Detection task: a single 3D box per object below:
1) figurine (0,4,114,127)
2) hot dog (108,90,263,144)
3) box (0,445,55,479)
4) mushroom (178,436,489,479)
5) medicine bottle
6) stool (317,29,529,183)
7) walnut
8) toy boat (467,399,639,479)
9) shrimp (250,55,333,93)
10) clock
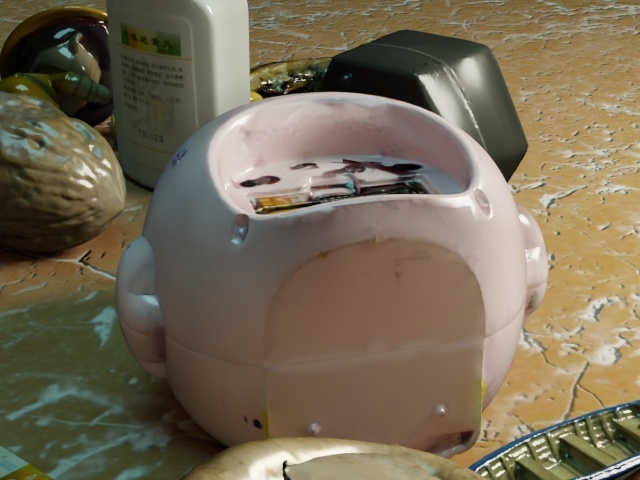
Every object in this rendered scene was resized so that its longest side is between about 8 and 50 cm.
[{"bbox_3d":[-0.342,-0.209,1.706,0.192,0.167,0.257,-33,12,28],"label":"figurine"},{"bbox_3d":[-0.176,-0.165,1.751,0.215,0.066,0.047,-11,-1,-17],"label":"hot dog"},{"bbox_3d":[-0.310,0.215,0.960,0.122,0.032,0.220,20,32,38],"label":"box"},{"bbox_3d":[0.031,0.211,0.825,0.278,0.146,0.278,7,19,-2],"label":"mushroom"},{"bbox_3d":[-0.169,-0.225,1.560,0.179,0.324,0.124,18,32,36],"label":"medicine bottle"},{"bbox_3d":[0.099,-0.112,1.438,0.232,0.232,0.141,20,35,38],"label":"stool"},{"bbox_3d":[-0.313,-0.071,1.433,0.230,0.178,0.178,19,30,19],"label":"walnut"},{"bbox_3d":[0.180,0.177,1.004,0.228,0.046,0.080,-17,30,-29],"label":"toy boat"},{"bbox_3d":[-0.021,-0.211,1.843,0.222,0.054,0.290,-17,26,-33],"label":"shrimp"},{"bbox_3d":[0.000,0.000,1.152,0.368,0.251,0.377,-7,26,-12],"label":"clock"}]
